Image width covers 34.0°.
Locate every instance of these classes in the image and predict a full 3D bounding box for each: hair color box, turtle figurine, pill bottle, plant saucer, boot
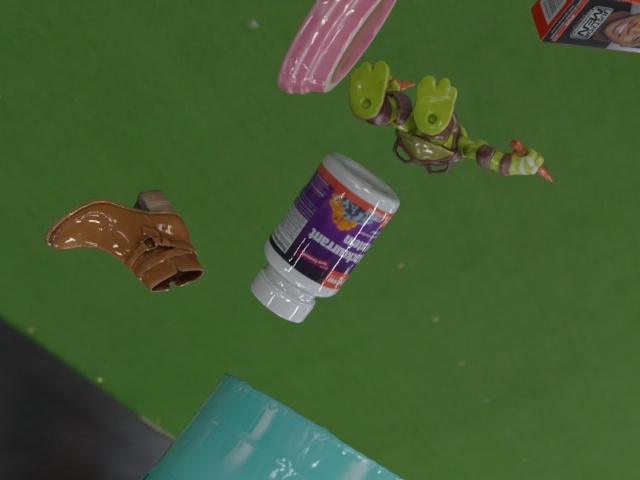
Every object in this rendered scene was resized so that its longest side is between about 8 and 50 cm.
[{"bbox_3d":[0.285,-0.224,1.016,0.141,0.043,0.072,0,151,-22],"label":"hair color box"},{"bbox_3d":[0.103,-0.122,1.093,0.087,0.269,0.217,-59,156,5],"label":"turtle figurine"},{"bbox_3d":[0.000,0.000,1.262,0.108,0.108,0.193,22,109,-41],"label":"pill bottle"},{"bbox_3d":[0.049,-0.394,1.897,0.084,0.332,0.332,35,135,3],"label":"plant saucer"},{"bbox_3d":[-0.271,0.013,1.468,0.197,0.152,0.073,-19,153,-25],"label":"boot"}]

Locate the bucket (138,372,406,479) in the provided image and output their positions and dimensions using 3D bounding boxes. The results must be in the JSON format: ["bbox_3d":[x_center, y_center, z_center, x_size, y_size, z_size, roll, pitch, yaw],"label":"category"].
[{"bbox_3d":[-0.033,0.260,0.959,0.183,0.281,0.281,-58,143,-10],"label":"bucket"}]
